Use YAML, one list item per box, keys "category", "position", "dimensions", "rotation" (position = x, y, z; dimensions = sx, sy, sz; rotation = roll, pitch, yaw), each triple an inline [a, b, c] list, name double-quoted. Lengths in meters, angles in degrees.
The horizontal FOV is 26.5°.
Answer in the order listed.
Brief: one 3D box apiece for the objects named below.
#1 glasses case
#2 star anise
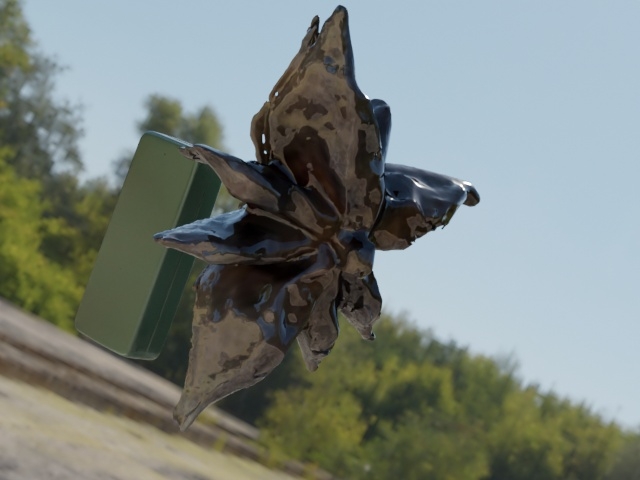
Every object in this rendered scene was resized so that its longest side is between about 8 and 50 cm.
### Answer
- category: "glasses case"
  position: [-0.144, 0.004, 1.151]
  dimensions: [0.077, 0.184, 0.039]
  rotation: [23, 5, 37]
- category: "star anise"
  position: [-0.009, 0.007, 0.438]
  dimensions: [0.056, 0.129, 0.124]
  rotation: [31, -11, 42]
